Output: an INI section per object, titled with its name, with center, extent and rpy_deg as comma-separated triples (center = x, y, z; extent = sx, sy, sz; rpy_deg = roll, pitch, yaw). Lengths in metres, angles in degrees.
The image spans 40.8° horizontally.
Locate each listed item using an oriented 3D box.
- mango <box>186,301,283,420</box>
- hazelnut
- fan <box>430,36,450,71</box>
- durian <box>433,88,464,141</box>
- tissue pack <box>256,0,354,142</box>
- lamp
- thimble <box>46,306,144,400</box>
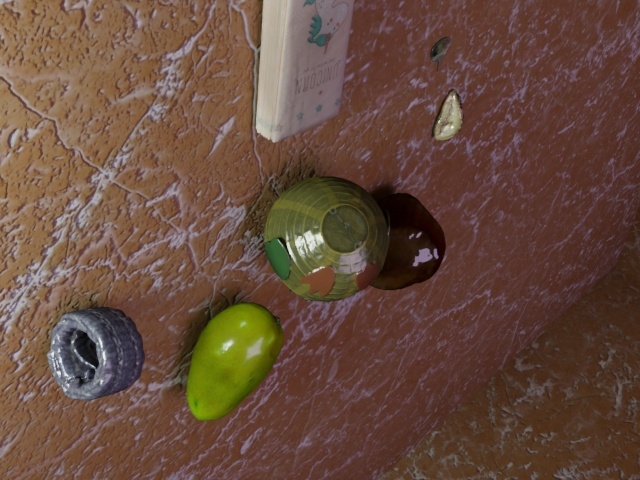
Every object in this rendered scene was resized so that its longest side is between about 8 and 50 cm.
[mango]
center = -0.177, 0.242, 1.770
extent = 0.185, 0.149, 0.273
rpy_deg = -24, 146, -52
[hazelnut]
center = 0.178, 0.007, 1.989
extent = 0.229, 0.229, 0.229
rpy_deg = -35, 146, -28
[fan]
center = 0.250, -0.396, 1.836
extent = 0.060, 0.003, 0.080
rpy_deg = -13, 132, -48
[durian]
center = 0.300, -0.291, 2.001
extent = 0.066, 0.052, 0.130
rpy_deg = 10, 117, -15
[tissue pack]
center = -0.025, -0.334, 1.442
extent = 0.170, 0.071, 0.325
rpy_deg = -32, 146, -35
[lamp]
center = 0.000, 0.000, 1.697
extent = 0.250, 0.250, 0.284
rpy_deg = -41, -172, -20
[thimble]
center = -0.373, 0.188, 1.434
extent = 0.097, 0.150, 0.150
rpy_deg = -8, 129, -58
